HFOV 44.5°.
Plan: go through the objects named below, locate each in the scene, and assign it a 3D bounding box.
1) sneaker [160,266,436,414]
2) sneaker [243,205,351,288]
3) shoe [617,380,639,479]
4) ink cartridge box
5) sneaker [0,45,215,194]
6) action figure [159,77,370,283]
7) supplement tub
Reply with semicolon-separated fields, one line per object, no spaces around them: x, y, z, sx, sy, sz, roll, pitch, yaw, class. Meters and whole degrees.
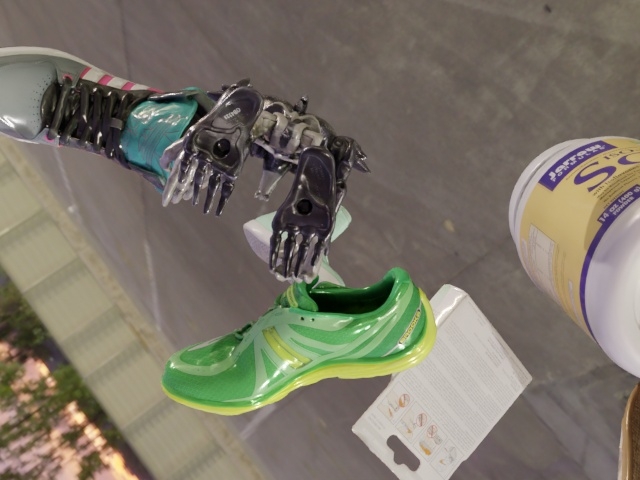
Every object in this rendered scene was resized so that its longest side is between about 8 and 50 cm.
-0.029;0.094;0.828;0.109;0.295;0.124;-101;-5;-65;sneaker
0.000;-0.001;1.190;0.256;0.151;0.094;38;154;50;sneaker
0.393;0.258;0.943;0.076;0.219;0.058;18;148;14;shoe
0.150;0.198;1.007;0.181;0.225;0.056;49;168;-26;ink cartridge box
-0.220;-0.125;0.848;0.178;0.295;0.124;22;101;43;sneaker
-0.046;-0.054;0.631;0.164;0.141;0.276;31;-169;-4;action figure
0.385;0.004;0.966;0.241;0.241;0.331;60;-177;-19;supplement tub
